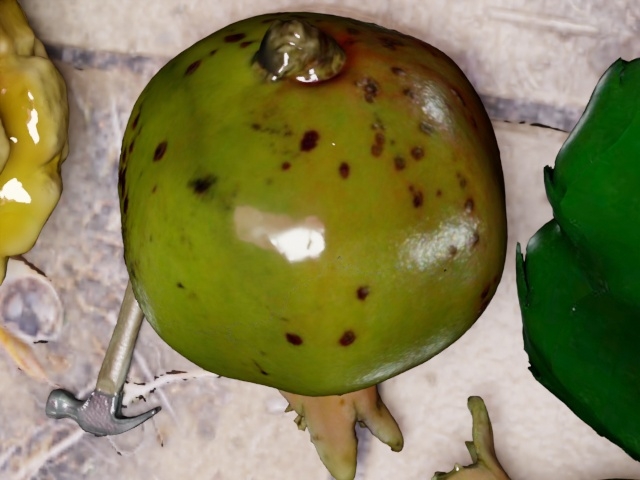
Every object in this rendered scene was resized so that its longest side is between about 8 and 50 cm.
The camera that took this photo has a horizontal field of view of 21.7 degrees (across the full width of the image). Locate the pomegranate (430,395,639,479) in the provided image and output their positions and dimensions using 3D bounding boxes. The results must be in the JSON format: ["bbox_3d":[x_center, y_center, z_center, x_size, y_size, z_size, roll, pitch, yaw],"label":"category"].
[{"bbox_3d":[0.117,0.181,0.823,0.220,0.156,0.156,26,102,52],"label":"pomegranate"}]

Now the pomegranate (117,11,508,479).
[{"bbox_3d":[0.005,0.008,0.819,0.198,0.198,0.246,-14,98,13],"label":"pomegranate"}]

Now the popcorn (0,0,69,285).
[{"bbox_3d":[-0.243,-0.085,0.859,0.332,0.225,0.265,-38,80,1],"label":"popcorn"}]

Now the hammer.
[{"bbox_3d":[-0.098,0.024,0.930,0.062,0.017,0.182,20,97,10],"label":"hammer"}]

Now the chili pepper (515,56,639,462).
[{"bbox_3d":[0.222,0.024,0.744,0.256,0.233,0.248,30,107,13],"label":"chili pepper"}]
